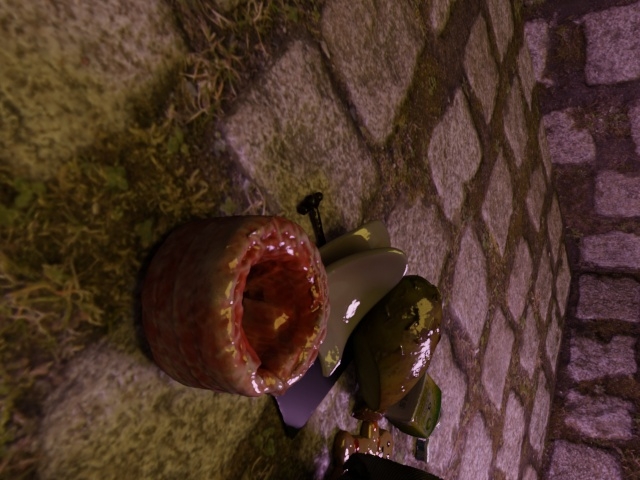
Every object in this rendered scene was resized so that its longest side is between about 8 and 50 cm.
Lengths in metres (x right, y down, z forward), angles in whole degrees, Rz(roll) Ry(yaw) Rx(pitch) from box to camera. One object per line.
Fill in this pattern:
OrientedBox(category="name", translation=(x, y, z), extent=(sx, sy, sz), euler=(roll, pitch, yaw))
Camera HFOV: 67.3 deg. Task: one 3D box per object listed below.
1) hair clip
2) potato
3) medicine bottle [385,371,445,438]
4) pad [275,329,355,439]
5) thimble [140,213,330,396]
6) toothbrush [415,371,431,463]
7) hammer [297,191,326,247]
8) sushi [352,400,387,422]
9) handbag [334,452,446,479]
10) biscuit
OrientedBox(category="hair clip", translation=(0.045, 0.081, 0.874), extent=(0.282, 0.113, 0.172), euler=(-44, 125, -7))
OrientedBox(category="potato", translation=(0.148, 0.208, 0.958), extent=(0.176, 0.141, 0.298), euler=(9, 100, -22))
OrientedBox(category="medicine bottle", translation=(0.232, 0.400, 1.161), extent=(0.188, 0.088, 0.132), euler=(51, 52, -41))
OrientedBox(category="pad", translation=(-0.005, 0.221, 0.901), extent=(0.265, 0.009, 0.159), euler=(-40, 122, -47))
OrientedBox(category="thimble", translation=(-0.105, 0.084, 0.632), extent=(0.239, 0.162, 0.239), euler=(1, 89, -57))
OrientedBox(category="toothbrush", translation=(0.283, 0.390, 1.272), extent=(0.040, 0.040, 0.385), euler=(8, 85, -54))
OrientedBox(category="hammer", translation=(0.000, 0.000, 0.890), extent=(0.065, 0.021, 0.178), euler=(-40, 125, -45))
OrientedBox(category="sushi", translation=(0.111, 0.363, 1.028), extent=(0.099, 0.047, 0.050), euler=(5, 44, -43))
OrientedBox(category="handbag", translation=(0.067, 0.509, 0.795), extent=(0.341, 0.240, 0.247), euler=(-1, 96, -46))
OrientedBox(category="biscuit", translation=(0.096, 0.459, 1.028), extent=(0.234, 0.030, 0.153), euler=(19, 78, -52))
